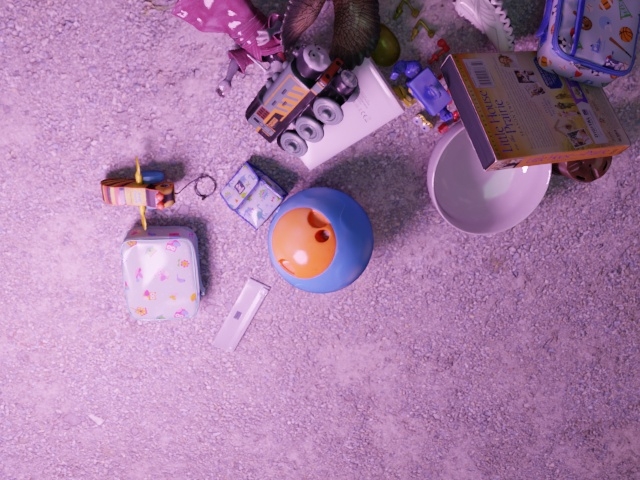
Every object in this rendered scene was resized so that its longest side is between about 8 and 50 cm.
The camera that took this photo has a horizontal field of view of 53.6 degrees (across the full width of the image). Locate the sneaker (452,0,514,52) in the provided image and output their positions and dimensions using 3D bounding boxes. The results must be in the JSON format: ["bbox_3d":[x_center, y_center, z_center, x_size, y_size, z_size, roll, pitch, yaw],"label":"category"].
[{"bbox_3d":[0.410,-0.590,1.619,0.118,0.110,0.292,-23,104,15],"label":"sneaker"}]

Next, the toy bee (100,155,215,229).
[{"bbox_3d":[-0.456,-0.137,1.706,0.298,0.162,0.195,-21,110,6],"label":"toy bee"}]

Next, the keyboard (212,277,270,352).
[{"bbox_3d":[-0.244,0.232,1.938,0.072,0.014,0.256,28,107,-7],"label":"keyboard"}]

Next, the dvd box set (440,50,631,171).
[{"bbox_3d":[0.533,-0.331,1.568,0.420,0.062,0.308,-10,68,-22],"label":"dvd box set"}]

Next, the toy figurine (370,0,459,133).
[{"bbox_3d":[0.270,-0.424,1.606,0.191,0.217,0.362,-37,109,10],"label":"toy figurine"}]

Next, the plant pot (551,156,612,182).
[{"bbox_3d":[0.696,-0.239,1.726,0.167,0.165,0.167,-1,110,-2],"label":"plant pot"}]

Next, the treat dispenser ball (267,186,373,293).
[{"bbox_3d":[0.000,0.000,1.715,0.288,0.288,0.288,-1,111,-3],"label":"treat dispenser ball"}]

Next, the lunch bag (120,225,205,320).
[{"bbox_3d":[-0.448,0.097,1.815,0.224,0.108,0.279,-4,117,-9],"label":"lunch bag"}]

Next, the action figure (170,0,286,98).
[{"bbox_3d":[-0.194,-0.540,1.590,0.248,0.276,0.370,-18,134,37],"label":"action figure"}]

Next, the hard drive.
[{"bbox_3d":[0.039,-0.345,1.676,0.307,0.040,0.203,-29,110,24],"label":"hard drive"}]

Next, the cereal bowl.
[{"bbox_3d":[0.446,-0.195,1.734,0.339,0.141,0.339,-3,116,-6],"label":"cereal bowl"}]

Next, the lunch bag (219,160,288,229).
[{"bbox_3d":[-0.188,-0.127,1.764,0.151,0.096,0.129,42,106,-2],"label":"lunch bag"}]

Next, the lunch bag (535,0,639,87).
[{"bbox_3d":[0.666,-0.540,1.578,0.243,0.115,0.303,15,78,-11],"label":"lunch bag"}]

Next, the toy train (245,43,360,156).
[{"bbox_3d":[-0.048,-0.338,1.548,0.190,0.142,0.334,39,146,-12],"label":"toy train"}]

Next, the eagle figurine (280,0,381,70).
[{"bbox_3d":[0.027,-0.585,1.518,0.226,0.225,0.298,-2,74,13],"label":"eagle figurine"}]
